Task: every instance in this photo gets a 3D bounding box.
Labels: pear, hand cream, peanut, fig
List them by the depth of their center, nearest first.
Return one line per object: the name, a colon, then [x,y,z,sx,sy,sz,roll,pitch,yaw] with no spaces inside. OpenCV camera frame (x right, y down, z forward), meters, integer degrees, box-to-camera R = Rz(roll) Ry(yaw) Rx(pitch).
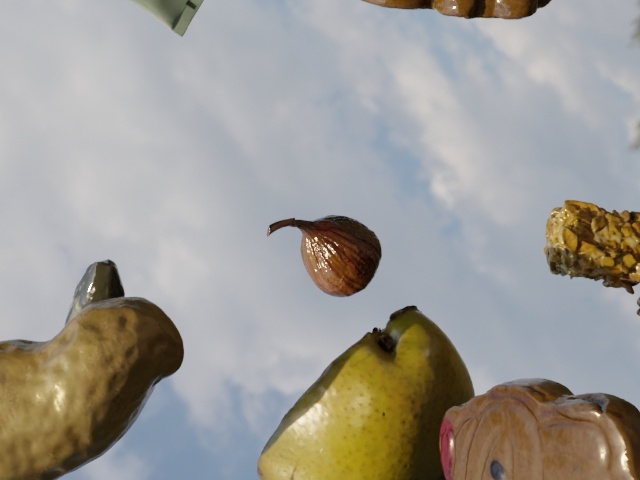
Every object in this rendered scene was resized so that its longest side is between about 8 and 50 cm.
peanut: [-0.348,0.202,1.539,0.192,0.387,0.169,60,178,16]
pear: [0.090,0.297,1.799,0.340,0.386,0.191,-28,-119,-33]
hand cream: [-0.334,-0.468,2.051,0.320,0.109,0.067,31,-179,-22]
fig: [0.000,0.000,2.057,0.201,0.134,0.146,37,175,-23]

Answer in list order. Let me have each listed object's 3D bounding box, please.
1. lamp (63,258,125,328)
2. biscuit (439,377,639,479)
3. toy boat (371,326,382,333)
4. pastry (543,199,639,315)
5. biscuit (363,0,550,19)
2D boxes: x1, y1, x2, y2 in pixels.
lamp: [-0.306,0.132,1.702,0.101,0.250,0.101,8,-152,-4]
biscuit: [0.231,0.295,1.261,0.074,0.359,0.381,-7,-157,-29]
toy boat: [0.097,0.174,2.124,0.038,0.083,0.038,3,-124,-4]
pastry: [0.483,0.023,1.989,0.250,0.102,0.154,14,-128,-5]
biscuit: [0.093,-0.200,0.972,0.175,0.026,0.124,18,-147,26]
